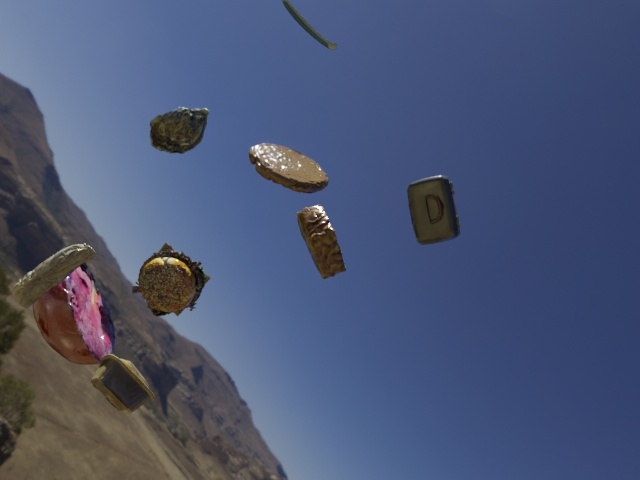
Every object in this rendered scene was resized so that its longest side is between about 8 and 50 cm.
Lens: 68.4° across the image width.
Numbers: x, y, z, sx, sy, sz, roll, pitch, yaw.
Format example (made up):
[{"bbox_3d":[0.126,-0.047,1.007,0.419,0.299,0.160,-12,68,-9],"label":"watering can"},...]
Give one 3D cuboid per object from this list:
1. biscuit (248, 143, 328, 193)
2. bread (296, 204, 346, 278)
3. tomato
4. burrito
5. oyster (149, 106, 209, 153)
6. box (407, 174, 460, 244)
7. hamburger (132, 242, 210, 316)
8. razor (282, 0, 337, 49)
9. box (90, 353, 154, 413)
[{"bbox_3d":[-0.085,-0.191,1.254,0.226,0.225,0.042,40,-58,21],"label":"biscuit"},{"bbox_3d":[0.000,0.000,1.500,0.222,0.095,0.182,-117,-174,-51],"label":"bread"},{"bbox_3d":[-0.786,0.246,1.464,0.290,0.176,0.335,-122,-163,-53],"label":"tomato"},{"bbox_3d":[-0.614,0.073,1.083,0.058,0.229,0.063,46,12,-43],"label":"burrito"},{"bbox_3d":[-0.620,-0.487,2.089,0.112,0.267,0.199,-139,-137,-63],"label":"oyster"},{"bbox_3d":[0.367,-0.094,1.509,0.147,0.129,0.210,-12,-99,26],"label":"box"},{"bbox_3d":[-0.367,0.108,1.139,0.163,0.190,0.093,28,19,-5],"label":"hamburger"},{"bbox_3d":[-0.034,-0.512,1.093,0.191,0.037,0.068,43,17,-23],"label":"razor"},{"bbox_3d":[-0.530,0.383,1.271,0.177,0.111,0.111,54,-24,-14],"label":"box"}]
